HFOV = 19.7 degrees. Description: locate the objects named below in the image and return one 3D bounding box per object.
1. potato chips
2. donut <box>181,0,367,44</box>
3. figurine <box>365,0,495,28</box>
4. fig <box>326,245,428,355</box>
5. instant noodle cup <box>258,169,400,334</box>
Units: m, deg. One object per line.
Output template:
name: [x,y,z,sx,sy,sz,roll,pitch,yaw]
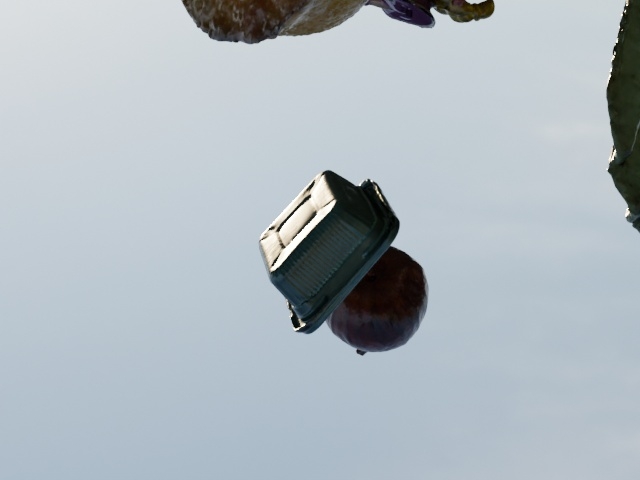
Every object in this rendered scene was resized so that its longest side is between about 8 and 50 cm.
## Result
potato chips: [0.317,-0.181,1.661,0.070,0.429,0.358,1,158,19]
donut: [-0.048,-0.236,1.480,0.101,0.152,0.259,4,-147,-40]
figurine: [0.113,-0.262,1.599,0.115,0.156,0.095,20,169,-6]
fig: [0.060,0.081,2.100,0.128,0.150,0.128,10,-164,-3]
instant noodle cup: [0.000,0.000,1.918,0.070,0.157,0.179,39,-171,-18]
